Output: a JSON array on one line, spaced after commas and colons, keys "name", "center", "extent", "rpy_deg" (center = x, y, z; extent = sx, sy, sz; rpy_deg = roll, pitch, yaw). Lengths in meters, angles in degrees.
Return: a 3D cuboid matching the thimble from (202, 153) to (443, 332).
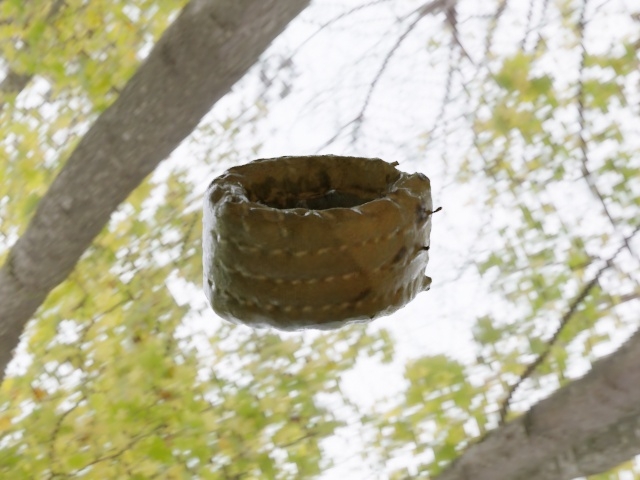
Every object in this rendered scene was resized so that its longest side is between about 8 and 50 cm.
[{"name": "thimble", "center": [0.000, 0.000, 0.746], "extent": [0.110, 0.084, 0.062], "rpy_deg": [-4, -65, -11]}]
